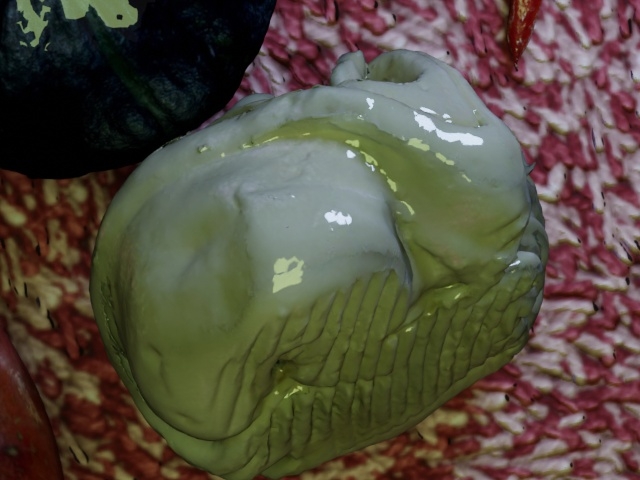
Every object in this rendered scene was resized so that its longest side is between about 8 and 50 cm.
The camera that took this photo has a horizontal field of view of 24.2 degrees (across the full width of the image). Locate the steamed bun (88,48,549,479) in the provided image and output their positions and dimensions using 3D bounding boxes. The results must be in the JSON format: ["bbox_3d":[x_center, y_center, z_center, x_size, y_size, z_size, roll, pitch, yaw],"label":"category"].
[{"bbox_3d":[0.000,0.000,1.096,0.352,0.339,0.247,-25,63,-8],"label":"steamed bun"}]

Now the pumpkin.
[{"bbox_3d":[-0.203,-0.221,1.092,0.363,0.266,0.364,0,95,-3],"label":"pumpkin"}]

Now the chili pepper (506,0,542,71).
[{"bbox_3d":[0.173,-0.229,1.236,0.045,0.027,0.178,10,92,-5],"label":"chili pepper"}]

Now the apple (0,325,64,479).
[{"bbox_3d":[-0.375,0.173,1.040,0.363,0.364,0.364,0,91,-4],"label":"apple"}]
